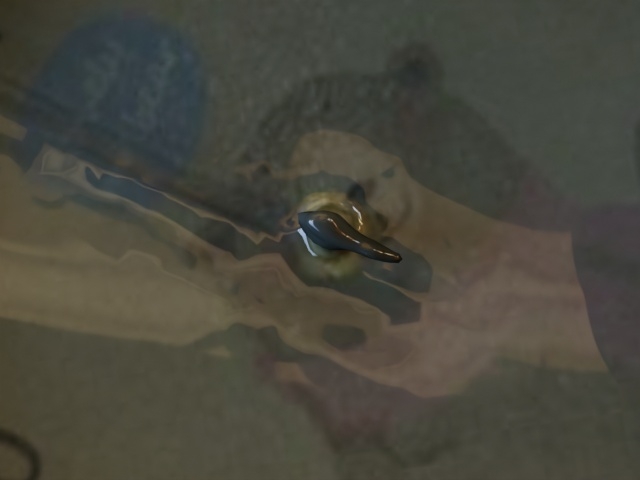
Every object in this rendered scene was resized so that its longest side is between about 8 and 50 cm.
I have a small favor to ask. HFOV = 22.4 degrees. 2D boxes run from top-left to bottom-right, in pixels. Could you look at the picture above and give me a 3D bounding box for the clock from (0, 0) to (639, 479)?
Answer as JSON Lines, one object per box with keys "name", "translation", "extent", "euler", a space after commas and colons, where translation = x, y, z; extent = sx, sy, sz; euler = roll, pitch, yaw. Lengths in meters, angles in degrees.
{"name": "clock", "translation": [0.000, 0.000, 0.375], "extent": [0.280, 0.055, 0.281], "euler": [-1, 79, 5]}
